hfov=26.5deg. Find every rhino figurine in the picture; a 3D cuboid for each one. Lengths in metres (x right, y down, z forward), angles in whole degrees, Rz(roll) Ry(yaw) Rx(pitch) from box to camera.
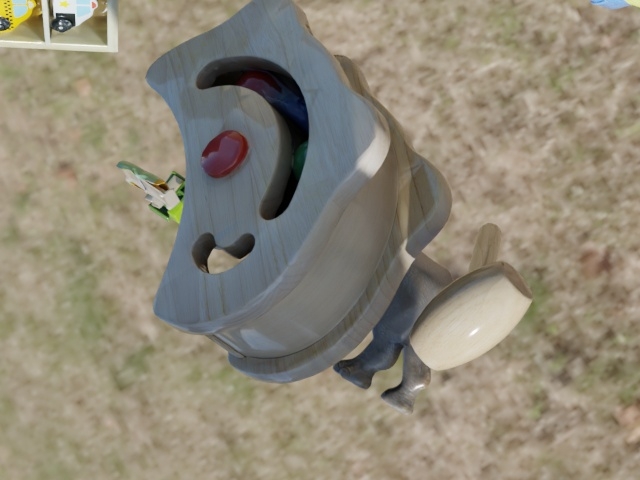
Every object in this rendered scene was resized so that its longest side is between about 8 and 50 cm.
[{"bbox_3d":[-0.003,0.018,1.009,0.243,0.106,0.073,35,-178,25],"label":"rhino figurine"}]

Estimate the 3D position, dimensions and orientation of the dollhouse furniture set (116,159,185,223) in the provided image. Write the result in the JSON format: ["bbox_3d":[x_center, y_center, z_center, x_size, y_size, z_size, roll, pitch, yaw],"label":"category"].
[{"bbox_3d":[-0.194,-0.073,1.698,0.076,0.058,0.151,33,169,13],"label":"dollhouse furniture set"}]

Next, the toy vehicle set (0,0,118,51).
[{"bbox_3d":[-0.221,-0.223,0.925,0.267,0.166,0.035,105,165,-62],"label":"toy vehicle set"}]

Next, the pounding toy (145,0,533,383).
[{"bbox_3d":[0.000,0.000,0.755,0.155,0.154,0.269,40,-167,-43],"label":"pounding toy"}]

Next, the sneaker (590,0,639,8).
[{"bbox_3d":[0.267,-0.225,0.971,0.126,0.240,0.091,6,116,47],"label":"sneaker"}]
